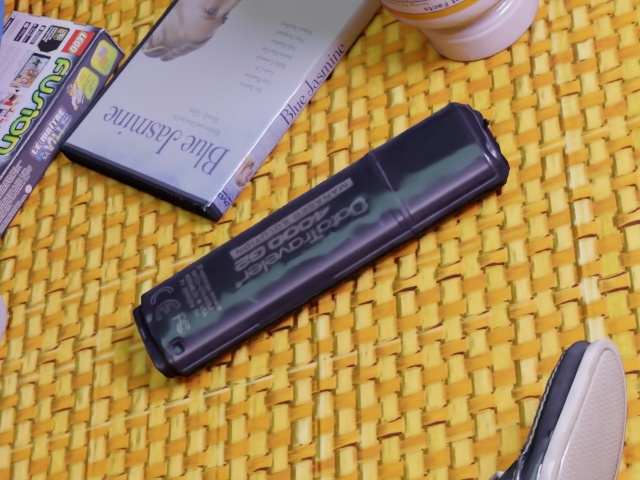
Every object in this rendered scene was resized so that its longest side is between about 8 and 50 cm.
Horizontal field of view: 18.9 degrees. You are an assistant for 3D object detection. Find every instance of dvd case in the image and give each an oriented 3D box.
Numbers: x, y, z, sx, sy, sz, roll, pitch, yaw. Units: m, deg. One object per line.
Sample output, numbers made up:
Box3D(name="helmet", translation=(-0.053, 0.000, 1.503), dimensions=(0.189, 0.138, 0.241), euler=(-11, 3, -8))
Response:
Box3D(name="dvd case", translation=(-0.069, -0.140, 1.474), dimensions=(0.180, 0.022, 0.253), euler=(22, 69, 41))

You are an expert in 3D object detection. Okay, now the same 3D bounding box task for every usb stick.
Box3D(name="usb stick", translation=(0.000, 0.000, 1.305), dimensions=(0.278, 0.045, 0.077), euler=(-32, 52, 6))

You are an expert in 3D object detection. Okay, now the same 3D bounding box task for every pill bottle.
Box3D(name="pill bottle", translation=(0.073, -0.220, 1.318), dimensions=(0.117, 0.208, 0.118), euler=(-17, 48, 20))

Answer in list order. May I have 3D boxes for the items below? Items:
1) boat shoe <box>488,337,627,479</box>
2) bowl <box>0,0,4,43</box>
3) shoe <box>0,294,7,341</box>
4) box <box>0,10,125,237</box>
Box3D(name="boat shoe", translation=(0.112, 0.155, 1.086), dimensions=(0.079, 0.084, 0.233), euler=(7, 63, 35))
Box3D(name="bowl", translation=(-0.438, -0.168, 1.565), dimensions=(0.391, 0.077, 0.391), euler=(-6, 65, 13))
Box3D(name="shoe", translation=(-0.296, 0.107, 1.392), dimensions=(0.081, 0.063, 0.178), euler=(-4, 49, 31))
Box3D(name="box", translation=(-0.256, -0.088, 1.537), dimensions=(0.114, 0.036, 0.207), euler=(16, 65, 39))
